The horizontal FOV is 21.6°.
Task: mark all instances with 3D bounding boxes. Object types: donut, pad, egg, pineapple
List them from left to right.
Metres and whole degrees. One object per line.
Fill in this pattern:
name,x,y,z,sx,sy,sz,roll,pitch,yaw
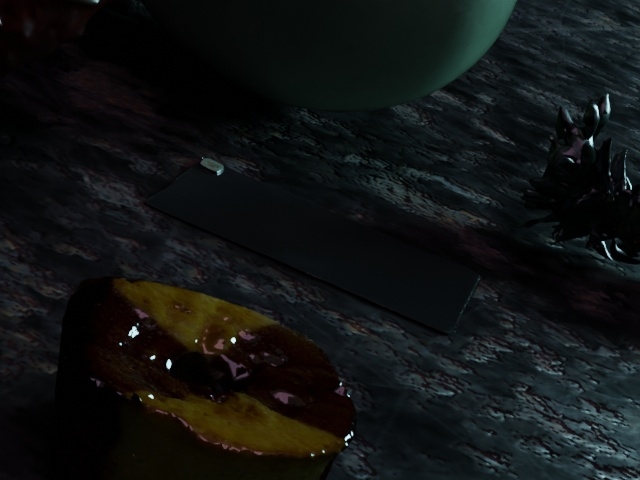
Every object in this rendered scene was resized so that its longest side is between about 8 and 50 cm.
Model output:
donut,-0.052,0.068,0.688,0.140,0.059,0.140,18,19,-7
egg,-0.009,-0.242,1.208,0.276,0.276,0.389,3,29,-39
pad,0.000,0.000,0.994,0.193,0.004,0.116,24,21,7
pineapple,0.248,-0.017,1.132,0.221,0.103,0.083,21,21,-1

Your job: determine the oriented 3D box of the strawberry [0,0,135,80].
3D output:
strawberry,-0.242,-0.212,0.944,0.261,0.261,0.257,5,15,-36
